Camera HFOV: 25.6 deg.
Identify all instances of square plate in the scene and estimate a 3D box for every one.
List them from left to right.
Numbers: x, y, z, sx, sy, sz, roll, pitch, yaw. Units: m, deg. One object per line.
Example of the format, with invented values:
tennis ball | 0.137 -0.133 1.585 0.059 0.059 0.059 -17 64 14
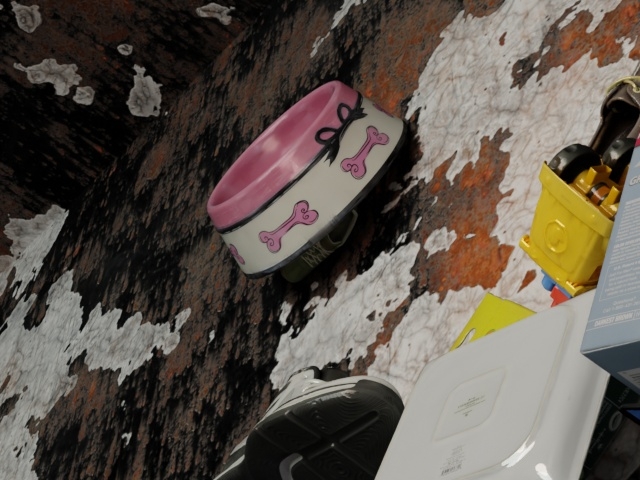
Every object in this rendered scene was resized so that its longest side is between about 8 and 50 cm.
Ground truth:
square plate | 0.194 0.209 1.671 0.347 0.049 0.344 -29 22 41

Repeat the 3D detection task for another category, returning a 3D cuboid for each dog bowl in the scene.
dog bowl | -0.039 -0.125 2.569 0.408 0.150 0.408 -42 15 14

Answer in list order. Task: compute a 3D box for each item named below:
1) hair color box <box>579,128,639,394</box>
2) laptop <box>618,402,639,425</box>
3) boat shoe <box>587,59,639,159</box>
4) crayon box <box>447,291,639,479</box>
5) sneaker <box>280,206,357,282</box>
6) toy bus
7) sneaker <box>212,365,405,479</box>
hair color box | 0.437 0.004 1.600 0.113 0.185 0.374 -22 41 52
laptop | 0.412 0.258 1.264 0.136 0.234 0.264 -43 27 28
boat shoe | 0.433 -0.165 1.929 0.116 0.097 0.324 -5 54 59
crayon box | 0.260 0.196 1.804 0.202 0.081 0.318 -55 25 -3
sneaker | 0.000 0.000 2.550 0.192 0.064 0.086 -52 19 0
toy bus | 0.364 -0.004 1.781 0.149 0.220 0.211 45 133 37
sneaker | -0.003 0.244 2.043 0.447 0.169 0.257 -42 15 47
